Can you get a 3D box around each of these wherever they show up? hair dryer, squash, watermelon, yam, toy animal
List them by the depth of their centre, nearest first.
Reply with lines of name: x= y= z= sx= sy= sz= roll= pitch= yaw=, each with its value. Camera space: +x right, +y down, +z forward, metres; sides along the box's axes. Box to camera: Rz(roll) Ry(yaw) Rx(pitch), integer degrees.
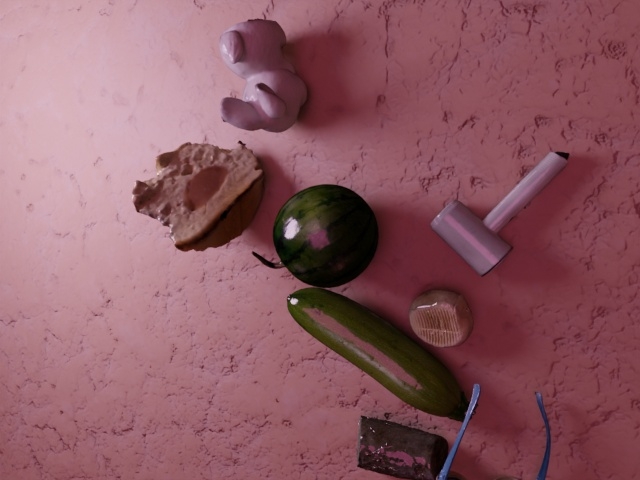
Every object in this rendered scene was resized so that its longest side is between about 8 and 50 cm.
hair dryer: x=0.311 y=-0.065 z=0.731 sx=0.131 sy=0.073 sz=0.236 roll=46 pitch=107 yaw=11
watermelon: x=0.000 y=0.000 z=0.792 sx=0.214 sy=0.188 sz=0.188 roll=-39 pitch=82 yaw=6
toy animal: x=-0.112 y=-0.302 z=0.806 sx=0.127 sy=0.178 sz=0.193 roll=-11 pitch=91 yaw=24
squash: x=0.110 y=0.205 z=0.819 sx=0.394 sy=0.107 sz=0.107 roll=33 pitch=107 yaw=9
yam: x=0.149 y=0.401 z=0.836 sx=0.183 sy=0.107 sz=0.107 roll=3 pitch=98 yaw=20

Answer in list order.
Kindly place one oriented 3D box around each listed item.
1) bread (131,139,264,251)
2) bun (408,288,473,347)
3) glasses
bread: x=-0.223 y=-0.110 z=0.861 sx=0.183 sy=0.224 sz=0.211 roll=34 pitch=100 yaw=8
bun: x=0.220 y=0.136 z=0.790 sx=0.115 sy=0.069 sz=0.115 roll=16 pitch=122 yaw=27
glasses: x=0.307 y=0.361 z=0.768 sx=0.189 sy=0.088 sz=0.221 roll=9 pitch=87 yaw=-6
